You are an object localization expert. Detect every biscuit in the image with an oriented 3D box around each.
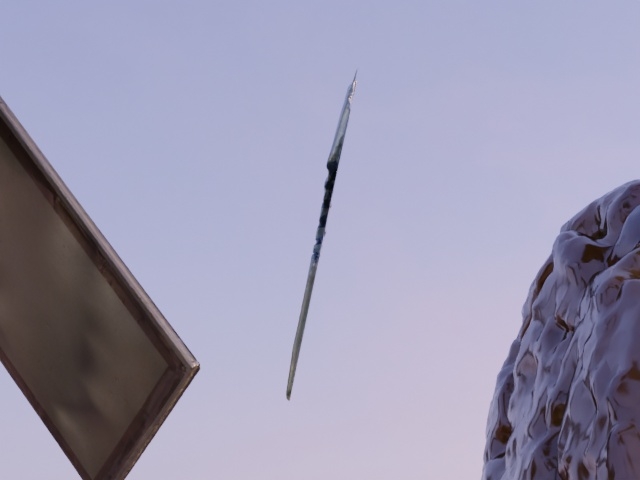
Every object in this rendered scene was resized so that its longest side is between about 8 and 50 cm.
[{"bbox_3d":[0.077,0.124,0.462,0.075,0.296,0.296,6,-18,1],"label":"biscuit"}]

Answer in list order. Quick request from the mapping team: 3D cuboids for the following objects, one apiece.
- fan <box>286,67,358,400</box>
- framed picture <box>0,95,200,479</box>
[{"bbox_3d":[0.000,0.000,1.018,0.009,0.240,0.131,11,-22,2],"label":"fan"},{"bbox_3d":[-0.167,0.030,0.915,0.010,0.231,0.173,-24,-20,-40],"label":"framed picture"}]
